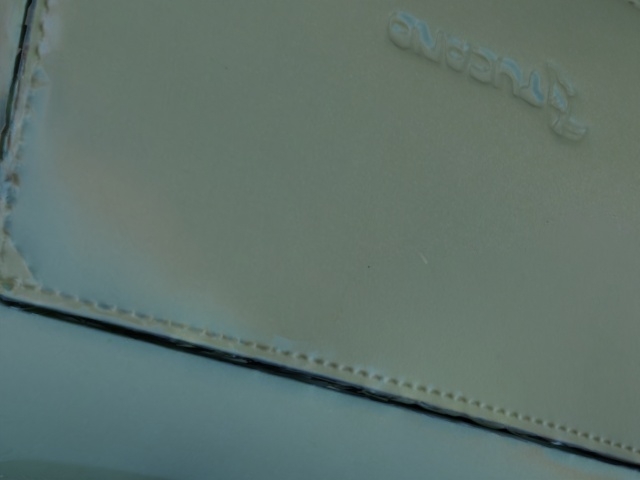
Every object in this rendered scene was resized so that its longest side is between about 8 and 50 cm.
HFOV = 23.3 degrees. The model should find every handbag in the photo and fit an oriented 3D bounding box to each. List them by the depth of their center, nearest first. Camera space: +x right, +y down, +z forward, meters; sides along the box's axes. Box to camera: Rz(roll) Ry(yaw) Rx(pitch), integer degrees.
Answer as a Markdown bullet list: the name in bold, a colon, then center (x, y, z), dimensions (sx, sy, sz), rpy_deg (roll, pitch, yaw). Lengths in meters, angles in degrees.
- **handbag**: center (0.000, 0.000, 0.514), dimensions (0.358, 0.237, 0.160), rpy_deg (19, 155, -35)
